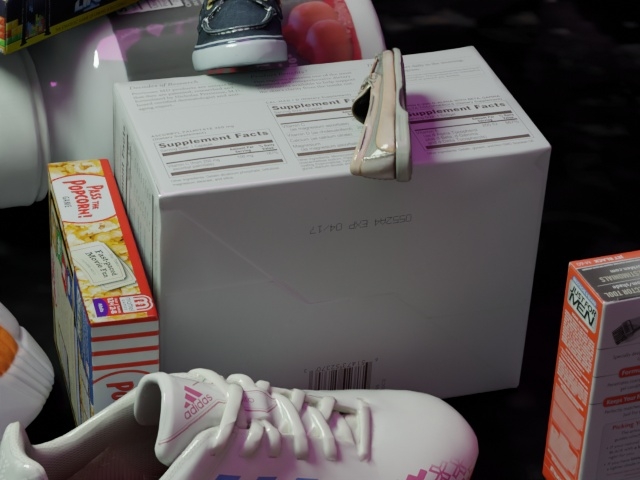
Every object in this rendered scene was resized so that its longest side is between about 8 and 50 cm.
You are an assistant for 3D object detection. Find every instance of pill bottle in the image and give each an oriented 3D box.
[{"bbox_3d":[-0.120,-0.113,1.492,0.318,0.176,0.176,-11,35,-20],"label":"pill bottle"}]

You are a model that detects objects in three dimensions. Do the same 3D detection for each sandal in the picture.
[{"bbox_3d":[-0.242,0.109,1.202,0.076,0.102,0.265,-37,14,16],"label":"sandal"}]

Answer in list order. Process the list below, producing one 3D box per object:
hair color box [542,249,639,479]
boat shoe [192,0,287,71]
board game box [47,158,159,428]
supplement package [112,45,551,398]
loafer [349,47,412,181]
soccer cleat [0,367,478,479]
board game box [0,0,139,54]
[{"bbox_3d":[0.199,0.089,1.210,0.093,0.167,0.053,-8,34,-18],"label":"hair color box"},{"bbox_3d":[-0.060,-0.165,1.329,0.065,0.083,0.183,-6,11,-1],"label":"boat shoe"},{"bbox_3d":[-0.144,0.057,1.251,0.045,0.147,0.193,-6,34,-14],"label":"board game box"},{"bbox_3d":[0.000,0.000,1.299,0.262,0.204,0.145,-7,36,-16],"label":"supplement package"},{"bbox_3d":[0.036,-0.082,1.204,0.039,0.045,0.125,-3,38,1],"label":"loafer"},{"bbox_3d":[-0.042,0.133,1.144,0.331,0.143,0.116,-15,37,-26],"label":"soccer cleat"},{"bbox_3d":[-0.217,-0.207,1.416,0.141,0.048,0.170,28,39,29],"label":"board game box"}]
